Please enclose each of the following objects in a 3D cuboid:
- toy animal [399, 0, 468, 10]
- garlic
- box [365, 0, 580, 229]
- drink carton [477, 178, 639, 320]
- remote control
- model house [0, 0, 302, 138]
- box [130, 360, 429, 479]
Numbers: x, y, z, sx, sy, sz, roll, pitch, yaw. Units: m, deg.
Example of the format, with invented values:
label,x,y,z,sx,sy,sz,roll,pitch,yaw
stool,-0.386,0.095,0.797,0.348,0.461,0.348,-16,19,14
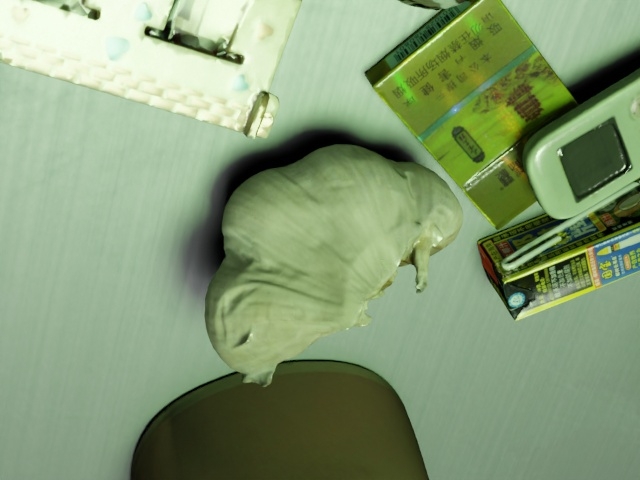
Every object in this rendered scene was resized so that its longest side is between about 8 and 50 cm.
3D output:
label,x,y,z,sx,sy,sz,roll,pitch,yaw
toy animal,0.067,-0.213,1.022,0.137,0.098,0.098,-4,123,-13
garlic,0.000,0.000,1.107,0.229,0.178,0.143,-33,95,-17
box,0.140,-0.107,1.153,0.121,0.030,0.193,-38,124,10
drink carton,0.228,0.004,1.225,0.166,0.071,0.056,-21,122,-3
remote control,0.303,-0.124,1.162,0.309,0.038,0.090,-31,125,-5
model house,-0.143,-0.230,0.920,0.326,0.169,0.244,15,110,-26
box,-0.020,0.287,1.252,0.301,0.216,0.301,-8,126,-11
